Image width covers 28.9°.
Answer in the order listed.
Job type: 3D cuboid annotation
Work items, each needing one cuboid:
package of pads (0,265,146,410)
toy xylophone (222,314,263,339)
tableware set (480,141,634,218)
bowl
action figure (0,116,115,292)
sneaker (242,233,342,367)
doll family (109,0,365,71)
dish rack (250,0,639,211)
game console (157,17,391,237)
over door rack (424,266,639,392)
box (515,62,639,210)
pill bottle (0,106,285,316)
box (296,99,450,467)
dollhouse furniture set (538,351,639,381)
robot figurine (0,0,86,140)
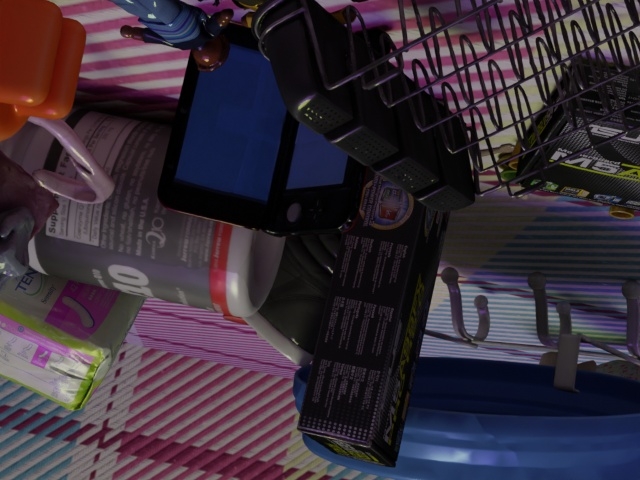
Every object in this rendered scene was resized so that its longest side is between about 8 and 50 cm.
[{"bbox_3d":[-0.324,0.023,1.261,0.296,0.229,0.101,28,123,-6],"label":"package of pads"},{"bbox_3d":[-0.075,0.079,1.733,0.236,0.081,0.323,9,167,16],"label":"toy xylophone"},{"bbox_3d":[0.214,-0.047,1.041,0.154,0.024,0.104,20,165,-29],"label":"tableware set"},{"bbox_3d":[0.164,0.182,1.279,0.391,0.077,0.391,3,-178,0],"label":"bowl"},{"bbox_3d":[-0.397,-0.107,1.024,0.370,0.275,0.248,42,164,35],"label":"action figure"},{"bbox_3d":[-0.077,-0.018,1.299,0.295,0.147,0.104,42,-179,9],"label":"sneaker"},{"bbox_3d":[-0.045,-0.147,0.754,0.193,0.076,0.111,10,173,32],"label":"doll family"},{"bbox_3d":[0.125,-0.108,0.683,0.271,0.074,0.208,-23,152,26],"label":"dish rack"},{"bbox_3d":[-0.031,-0.082,0.844,0.085,0.144,0.124,21,165,-37],"label":"game console"},{"bbox_3d":[0.224,0.090,1.383,0.239,0.108,0.324,3,-178,30],"label":"over door rack"},{"bbox_3d":[0.250,-0.062,0.897,0.190,0.045,0.184,12,170,0],"label":"box"},{"bbox_3d":[-0.181,-0.034,1.149,0.283,0.161,0.161,12,167,10],"label":"pill bottle"},{"bbox_3d":[0.054,0.043,1.023,0.060,0.270,0.216,11,167,10],"label":"box"},{"bbox_3d":[0.374,0.166,1.638,0.303,0.355,0.174,-18,109,29],"label":"dollhouse furniture set"},{"bbox_3d":[-0.279,-0.140,0.871,0.219,0.158,0.128,10,124,13],"label":"robot figurine"}]
